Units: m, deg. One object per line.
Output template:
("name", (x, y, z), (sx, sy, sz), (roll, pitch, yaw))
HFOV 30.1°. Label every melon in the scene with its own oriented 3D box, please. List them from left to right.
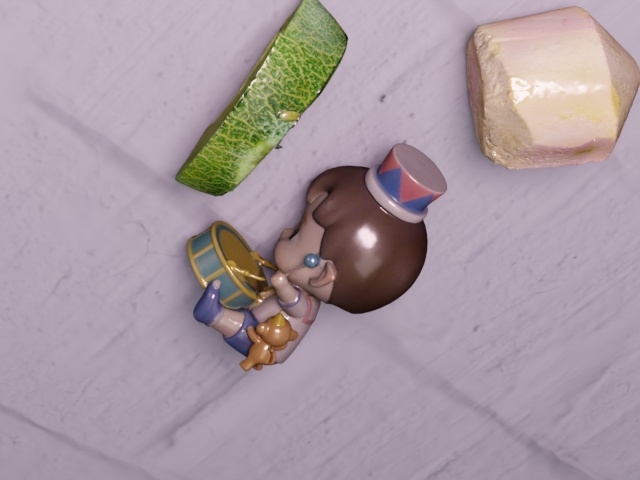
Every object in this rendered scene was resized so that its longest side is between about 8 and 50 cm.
("melon", (-0.058, -0.118, 1.091), (0.064, 0.118, 0.209), (33, 130, -15))

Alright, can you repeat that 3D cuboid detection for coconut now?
("coconut", (0.218, -0.142, 1.101), (0.152, 0.147, 0.147), (-7, 129, -1))

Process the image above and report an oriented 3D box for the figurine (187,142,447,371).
("figurine", (0.005, 0.008, 1.180), (0.275, 0.161, 0.158), (-30, 91, 10))
